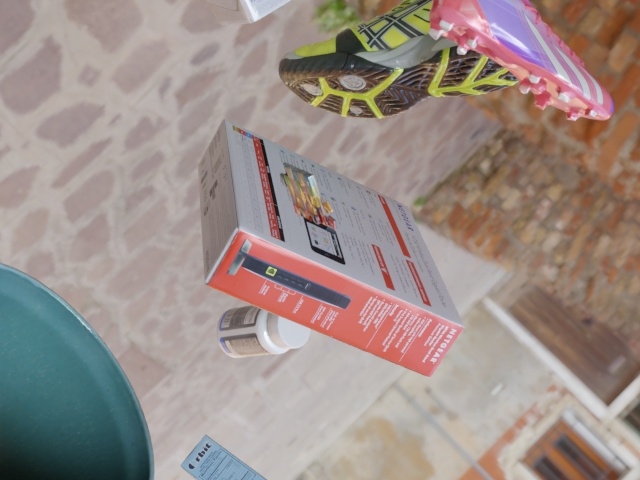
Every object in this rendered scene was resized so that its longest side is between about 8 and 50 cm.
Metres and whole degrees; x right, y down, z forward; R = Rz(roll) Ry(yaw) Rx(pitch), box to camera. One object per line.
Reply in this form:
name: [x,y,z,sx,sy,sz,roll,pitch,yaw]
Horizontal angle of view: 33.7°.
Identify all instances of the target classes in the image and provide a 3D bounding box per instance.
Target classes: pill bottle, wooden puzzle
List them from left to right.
pill bottle: [-0.084,0.132,1.566,0.137,0.078,0.078,-11,-166,45]
wooden puzzle: [-0.013,-0.039,0.905,0.006,0.083,0.049,-29,119,-21]

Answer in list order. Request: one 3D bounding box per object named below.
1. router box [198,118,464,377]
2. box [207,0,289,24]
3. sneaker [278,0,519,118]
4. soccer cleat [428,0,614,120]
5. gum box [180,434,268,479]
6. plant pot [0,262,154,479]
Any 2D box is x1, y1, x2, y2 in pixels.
router box: [0.000,0.000,1.329,0.082,0.301,0.335,-58,-160,20]
box: [-0.058,-0.443,1.370,0.262,0.231,0.127,-36,-158,-18]
sneaker: [0.122,-0.283,1.563,0.145,0.384,0.147,49,42,-56]
soccer cleat: [0.235,-0.219,1.179,0.095,0.248,0.083,-63,-168,-6]
gum box: [-0.026,0.270,0.978,0.041,0.184,0.157,-51,140,-15]
plant pot: [-0.328,0.190,0.991,0.196,0.293,0.293,-35,168,15]
